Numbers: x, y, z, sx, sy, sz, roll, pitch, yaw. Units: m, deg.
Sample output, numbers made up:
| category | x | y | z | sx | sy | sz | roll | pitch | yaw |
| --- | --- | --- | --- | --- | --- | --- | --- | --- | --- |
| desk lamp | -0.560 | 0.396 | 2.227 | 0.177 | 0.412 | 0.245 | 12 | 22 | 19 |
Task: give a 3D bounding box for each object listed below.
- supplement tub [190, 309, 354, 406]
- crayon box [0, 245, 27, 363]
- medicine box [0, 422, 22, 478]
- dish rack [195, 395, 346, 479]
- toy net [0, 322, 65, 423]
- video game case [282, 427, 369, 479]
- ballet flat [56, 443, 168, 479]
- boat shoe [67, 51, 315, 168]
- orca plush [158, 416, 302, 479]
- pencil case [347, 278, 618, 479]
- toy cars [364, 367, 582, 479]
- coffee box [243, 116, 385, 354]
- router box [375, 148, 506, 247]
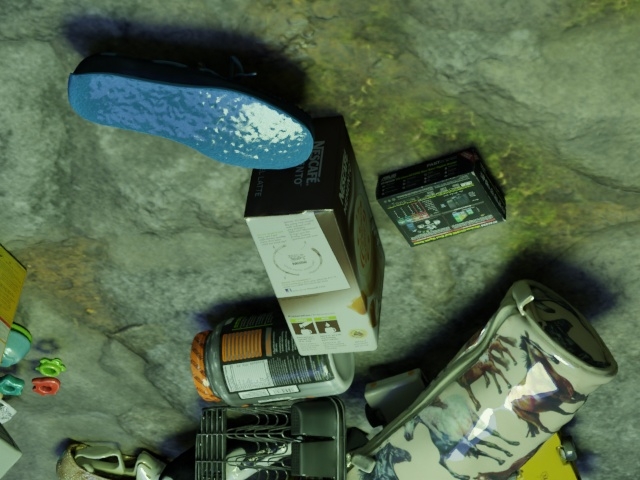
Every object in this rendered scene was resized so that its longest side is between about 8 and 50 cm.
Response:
| category | x | y | z | sx | sy | sz | roll | pitch | yaw |
| --- | --- | --- | --- | --- | --- | --- | --- | --- | --- |
| supplement tub | -0.061 | 0.149 | 1.718 | 0.190 | 0.117 | 0.117 | -9 | 138 | 18 |
| crayon box | -0.476 | 0.029 | 1.589 | 0.081 | 0.165 | 0.278 | -16 | 135 | 25 |
| medicine box | -0.558 | 0.196 | 1.697 | 0.149 | 0.289 | 0.263 | -49 | 128 | -8 |
| dish rack | -0.075 | 0.310 | 1.771 | 0.074 | 0.208 | 0.271 | 7 | 169 | -37 |
| toy net | -0.432 | 0.198 | 1.882 | 0.122 | 0.045 | 0.232 | 17 | 140 | -16 |
| video game case | -0.056 | 0.416 | 1.919 | 0.035 | 0.275 | 0.248 | 41 | 132 | -8 |
| ballet flat | -0.292 | 0.345 | 2.022 | 0.206 | 0.073 | 0.067 | 8 | 126 | -9 |
| boat shoe | -0.126 | -0.153 | 1.396 | 0.258 | 0.089 | 0.109 | 19 | 126 | -8 |
| orca plush | -0.128 | 0.289 | 1.909 | 0.287 | 0.151 | 0.102 | -25 | 100 | 35 |
| pencil case | 0.184 | 0.221 | 1.676 | 0.183 | 0.160 | 0.410 | 23 | 123 | -28 |
| toy cars | 0.222 | 0.278 | 1.865 | 0.394 | 0.087 | 0.176 | 23 | 122 | -14 |
| coffee box | 0.000 | 0.000 | 1.515 | 0.098 | 0.141 | 0.246 | -5 | 139 | 13 |
| router box | 0.137 | -0.046 | 1.522 | 0.122 | 0.038 | 0.092 | -15 | 135 | 24 |
